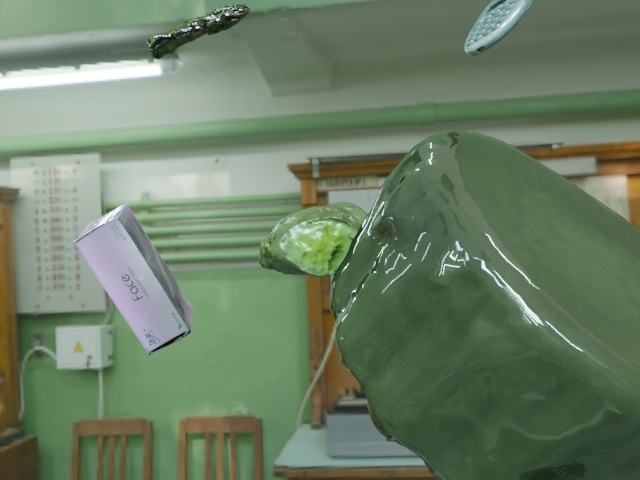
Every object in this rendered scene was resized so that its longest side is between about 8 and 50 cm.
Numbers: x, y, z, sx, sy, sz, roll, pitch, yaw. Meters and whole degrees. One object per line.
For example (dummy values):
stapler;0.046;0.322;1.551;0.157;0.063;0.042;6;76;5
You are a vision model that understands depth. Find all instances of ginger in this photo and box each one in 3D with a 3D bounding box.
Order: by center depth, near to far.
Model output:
ginger;0.000;-0.001;0.855;0.137;0.089;0.290;-33;-1;14

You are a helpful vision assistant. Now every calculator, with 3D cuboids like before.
calculator;0.225;-0.281;0.864;0.095;0.021;0.153;-21;29;56

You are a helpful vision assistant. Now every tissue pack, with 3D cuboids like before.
tissue pack;-0.334;0.068;1.289;0.092;0.246;0.148;-30;15;-1

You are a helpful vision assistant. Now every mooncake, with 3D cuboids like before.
mooncake;0.184;0.074;0.634;0.356;0.356;0.194;-2;-42;-47

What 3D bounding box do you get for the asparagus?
asparagus;-0.178;-0.310;1.031;0.165;0.036;0.030;-18;-16;11
